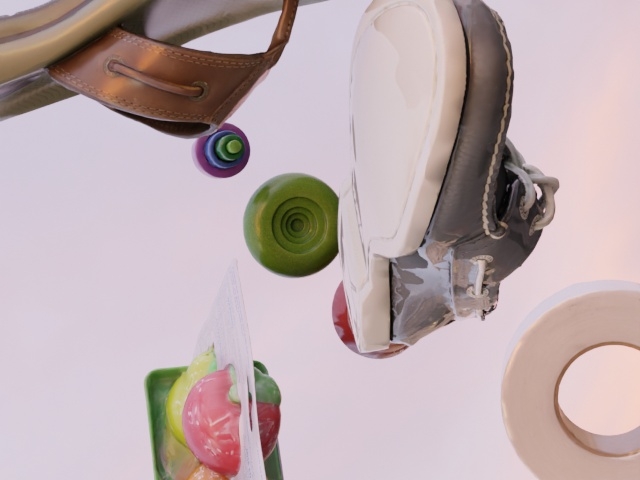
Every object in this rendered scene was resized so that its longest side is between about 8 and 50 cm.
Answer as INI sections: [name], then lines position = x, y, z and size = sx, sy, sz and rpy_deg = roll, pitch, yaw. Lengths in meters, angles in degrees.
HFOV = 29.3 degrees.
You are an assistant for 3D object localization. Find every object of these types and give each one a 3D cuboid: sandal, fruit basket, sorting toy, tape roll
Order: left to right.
[sandal]
position = -0.089, -0.084, 0.605
size = 0.120, 0.303, 0.086
rpy_deg = 8, -119, -79
[fruit basket]
position = -0.096, 0.233, 1.405
size = 0.353, 0.165, 0.327
rpy_deg = 128, 137, -58
[sorting toy]
position = 0.000, 0.000, 1.415
size = 0.127, 0.365, 0.126
rpy_deg = -47, 11, -9
[tape roll]
position = 0.374, 0.195, 1.572
size = 0.100, 0.286, 0.286
rpy_deg = -33, -43, -80

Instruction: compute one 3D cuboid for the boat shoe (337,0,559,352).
[boat shoe]
position = 0.068, -0.030, 0.637
size = 0.319, 0.099, 0.116
rpy_deg = 97, 165, -65
